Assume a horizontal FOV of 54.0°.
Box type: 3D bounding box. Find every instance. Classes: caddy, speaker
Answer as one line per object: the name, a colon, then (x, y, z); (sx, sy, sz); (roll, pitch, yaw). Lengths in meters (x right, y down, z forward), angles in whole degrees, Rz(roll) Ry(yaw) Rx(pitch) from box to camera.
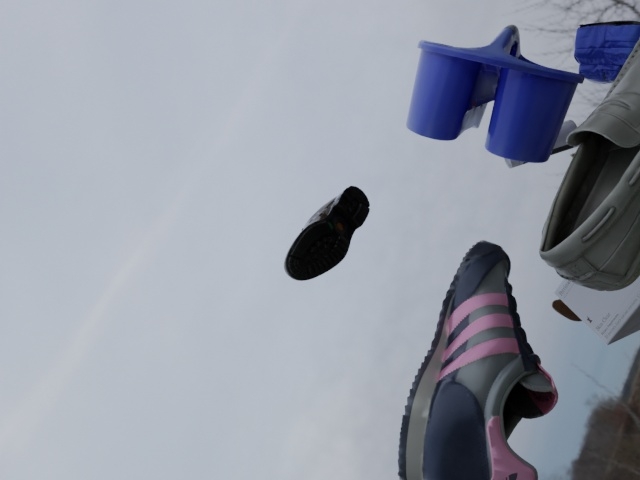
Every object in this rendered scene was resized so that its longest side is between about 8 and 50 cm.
caddy: (0.274, -0.242, 0.974); (0.341, 0.241, 0.179); (-33, -42, -64)
speaker: (0.416, -0.183, 1.196); (0.136, 0.055, 0.055); (-18, -40, 4)

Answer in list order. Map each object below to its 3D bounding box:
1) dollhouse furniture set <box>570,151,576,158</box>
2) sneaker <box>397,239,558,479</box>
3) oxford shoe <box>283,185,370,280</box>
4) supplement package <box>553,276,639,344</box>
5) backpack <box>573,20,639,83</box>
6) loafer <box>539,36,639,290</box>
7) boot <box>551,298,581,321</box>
dollhouse furniture set: (0.546, -0.175, 1.352); (0.114, 0.091, 0.081); (-92, -24, -56)
sneaker: (0.185, 0.125, 0.659); (0.112, 0.131, 0.319); (75, -148, -40)
oxford shoe: (0.000, 0.000, 1.080); (0.082, 0.096, 0.227); (52, -133, -10)
supplement package: (0.603, 0.034, 1.165); (0.204, 0.145, 0.261); (-13, -43, -30)
backpack: (0.517, -0.325, 1.089); (0.098, 0.120, 0.101); (-6, -79, -44)
loafer: (0.325, -0.105, 0.667); (0.112, 0.112, 0.319); (23, -96, -22)
boot: (0.524, 0.143, 1.292); (0.087, 0.119, 0.042); (-11, -60, -85)
